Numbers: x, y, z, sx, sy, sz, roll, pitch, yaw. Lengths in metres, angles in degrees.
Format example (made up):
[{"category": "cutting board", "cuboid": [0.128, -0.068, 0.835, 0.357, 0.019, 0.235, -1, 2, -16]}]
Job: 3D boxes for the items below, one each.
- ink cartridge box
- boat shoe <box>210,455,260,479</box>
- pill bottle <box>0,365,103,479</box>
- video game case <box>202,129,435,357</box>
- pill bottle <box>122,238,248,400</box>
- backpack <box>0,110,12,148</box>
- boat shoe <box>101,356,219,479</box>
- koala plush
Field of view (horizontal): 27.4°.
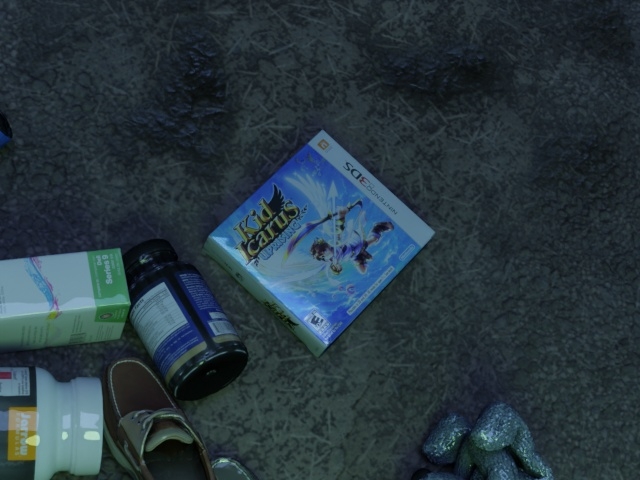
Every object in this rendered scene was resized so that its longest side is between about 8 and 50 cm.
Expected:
[{"category": "ink cartridge box", "cuboid": [-0.381, 0.086, 1.815, 0.212, 0.154, 0.093, -8, 70, -17]}, {"category": "boat shoe", "cuboid": [-0.083, 0.421, 1.776, 0.109, 0.091, 0.305, -21, 66, -12]}, {"category": "pill bottle", "cuboid": [-0.433, 0.246, 1.732, 0.278, 0.162, 0.162, 1, 68, -14]}, {"category": "video game case", "cuboid": [0.000, 0.000, 2.006, 0.244, 0.061, 0.269, 42, 64, 6]}, {"category": "pill bottle", "cuboid": [-0.204, 0.108, 1.862, 0.123, 0.123, 0.219, -23, 63, -22]}, {"category": "backpack", "cuboid": [-0.516, -0.173, 1.924, 0.101, 0.098, 0.120, -43, 82, 4]}, {"category": "boat shoe", "cuboid": [-0.208, 0.277, 1.770, 0.123, 0.116, 0.324, -14, 53, -27]}, {"category": "koala plush", "cuboid": [0.200, 0.370, 1.838, 0.221, 0.196, 0.203, -33, 89, -28]}]
